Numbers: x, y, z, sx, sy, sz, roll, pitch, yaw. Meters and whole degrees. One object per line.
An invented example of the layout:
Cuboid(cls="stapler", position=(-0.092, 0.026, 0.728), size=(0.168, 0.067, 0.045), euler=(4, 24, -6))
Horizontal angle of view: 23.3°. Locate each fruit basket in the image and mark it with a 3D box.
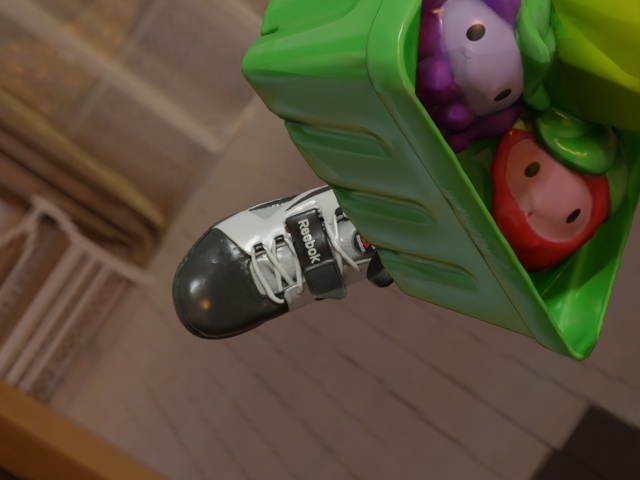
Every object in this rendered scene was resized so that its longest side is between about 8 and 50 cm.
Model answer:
Cuboid(cls="fruit basket", position=(0.186, -0.116, 1.124), size=(0.392, 0.392, 0.283), euler=(-31, 31, 56))

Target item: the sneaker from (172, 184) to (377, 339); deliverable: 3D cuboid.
Cuboid(cls="sneaker", position=(0.000, 0.000, 1.622), size=(0.330, 0.122, 0.146), euler=(-28, 7, -27))

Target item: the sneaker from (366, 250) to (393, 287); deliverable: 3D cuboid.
Cuboid(cls="sneaker", position=(0.117, 0.006, 1.589), size=(0.051, 0.089, 0.170), euler=(-24, 27, 48))
